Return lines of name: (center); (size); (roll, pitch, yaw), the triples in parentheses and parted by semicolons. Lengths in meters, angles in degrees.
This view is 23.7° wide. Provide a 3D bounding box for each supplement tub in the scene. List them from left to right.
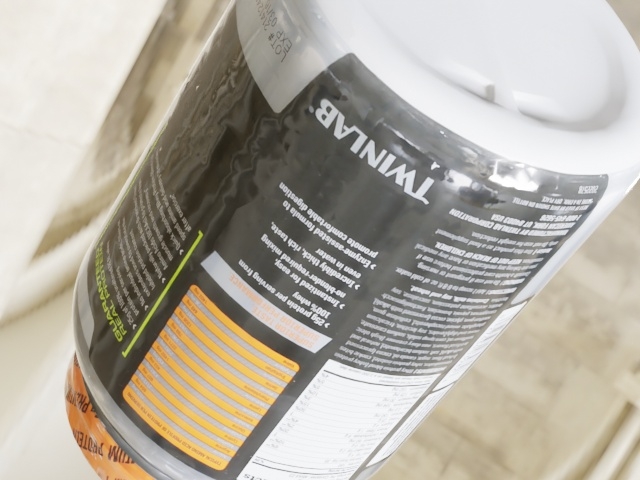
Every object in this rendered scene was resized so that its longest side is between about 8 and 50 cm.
supplement tub: (0.000, 0.000, 0.741); (0.193, 0.316, 0.194); (20, -138, -19)
